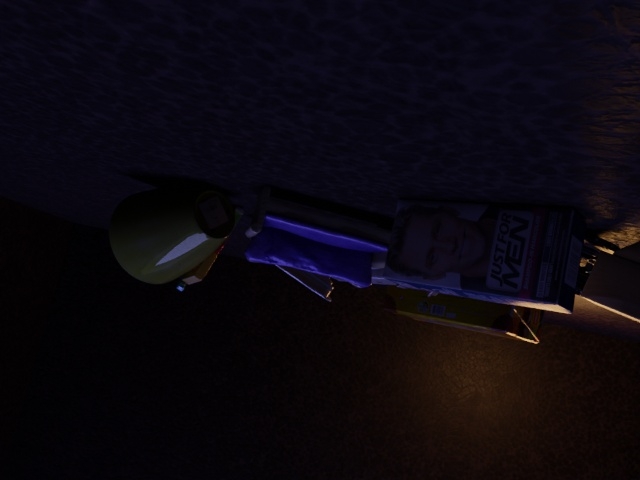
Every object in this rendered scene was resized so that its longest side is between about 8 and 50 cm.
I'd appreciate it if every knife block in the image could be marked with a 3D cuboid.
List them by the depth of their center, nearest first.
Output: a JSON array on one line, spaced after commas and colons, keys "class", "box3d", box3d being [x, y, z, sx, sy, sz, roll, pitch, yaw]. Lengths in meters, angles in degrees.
[{"class": "knife block", "box3d": [0.551, 0.101, 1.082, 0.242, 0.275, 0.088, -30, 148, 32]}]

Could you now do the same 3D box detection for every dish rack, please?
[{"class": "dish rack", "box3d": [-0.090, 0.050, 1.809, 0.286, 0.072, 0.333, 36, -179, -21]}]

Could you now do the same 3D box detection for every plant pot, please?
[{"class": "plant pot", "box3d": [-0.379, -0.039, 1.584, 0.294, 0.274, 0.275, -16, 155, 41]}]

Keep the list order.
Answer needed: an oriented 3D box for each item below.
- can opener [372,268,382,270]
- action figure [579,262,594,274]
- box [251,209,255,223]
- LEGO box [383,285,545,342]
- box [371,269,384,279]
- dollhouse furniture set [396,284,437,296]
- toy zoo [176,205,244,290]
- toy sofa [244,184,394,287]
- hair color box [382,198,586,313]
[{"class": "can opener", "box3d": [0.171, 0.035, 1.633, 0.281, 0.074, 0.093, -12, 125, 18]}, {"class": "action figure", "box3d": [0.643, 0.083, 1.423, 0.137, 0.063, 0.232, 7, 167, 26]}, {"class": "box", "box3d": [-0.155, -0.054, 1.708, 0.083, 0.062, 0.052, 7, 172, 32]}, {"class": "LEGO box", "box3d": [0.557, 0.241, 2.235, 0.501, 0.193, 0.373, 6, 170, 37]}, {"class": "box", "box3d": [0.194, 0.110, 1.922, 0.322, 0.058, 0.232, 4, 172, 14]}, {"class": "dollhouse furniture set", "box3d": [0.234, 0.093, 1.502, 0.101, 0.160, 0.182, 16, 133, -22]}, {"class": "toy zoo", "box3d": [-0.351, 0.027, 1.771, 0.030, 0.293, 0.192, 36, 162, -24]}, {"class": "toy sofa", "box3d": [0.000, 0.000, 1.431, 0.363, 0.177, 0.150, 15, 173, -12]}, {"class": "hair color box", "box3d": [0.303, 0.023, 1.108, 0.348, 0.173, 0.105, 6, 169, 39]}]
